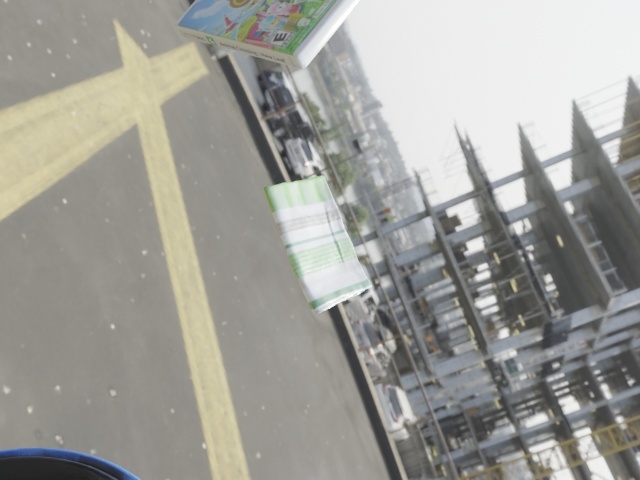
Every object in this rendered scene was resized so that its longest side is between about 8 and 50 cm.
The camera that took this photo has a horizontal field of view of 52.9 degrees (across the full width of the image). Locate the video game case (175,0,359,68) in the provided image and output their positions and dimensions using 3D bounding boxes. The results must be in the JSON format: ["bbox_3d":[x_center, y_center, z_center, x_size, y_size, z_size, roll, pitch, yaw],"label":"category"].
[{"bbox_3d":[-0.028,-0.280,0.677,0.193,0.212,0.023,26,-17,37],"label":"video game case"}]

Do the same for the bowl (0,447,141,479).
[{"bbox_3d":[-0.258,0.304,0.429,0.391,0.390,0.077,-99,-176,-59],"label":"bowl"}]

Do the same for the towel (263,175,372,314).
[{"bbox_3d":[0.000,0.000,0.744,0.113,0.023,0.152,-18,85,-54],"label":"towel"}]
